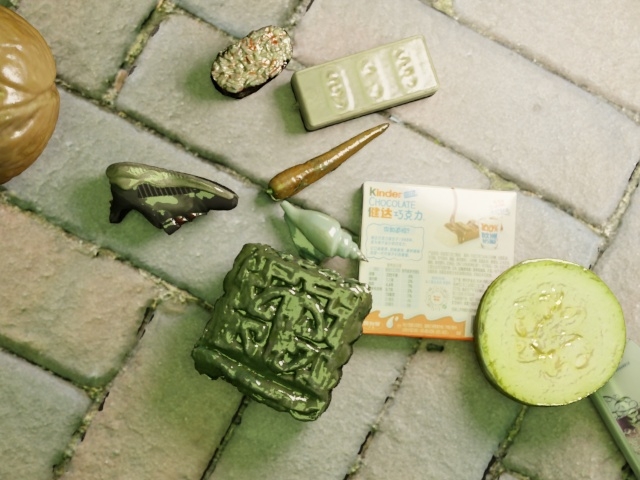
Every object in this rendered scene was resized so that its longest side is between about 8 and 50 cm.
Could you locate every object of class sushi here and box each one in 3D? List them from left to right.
[{"bbox_3d":[-0.117,-0.305,1.694,0.150,0.078,0.091,-32,88,-8],"label":"sushi"}]

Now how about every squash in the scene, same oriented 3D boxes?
[{"bbox_3d":[0.382,0.156,1.647,0.251,0.049,0.252,0,83,2],"label":"squash"}]

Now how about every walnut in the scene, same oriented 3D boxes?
[{"bbox_3d":[-0.578,-0.226,1.545,0.332,0.333,0.333,1,84,-5],"label":"walnut"}]

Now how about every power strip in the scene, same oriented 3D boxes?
[{"bbox_3d":[0.072,-0.270,1.713,0.256,0.070,0.105,-18,86,-6],"label":"power strip"}]

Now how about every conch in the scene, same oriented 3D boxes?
[{"bbox_3d":[0.004,-0.006,1.683,0.180,0.088,0.065,32,53,11],"label":"conch"}]

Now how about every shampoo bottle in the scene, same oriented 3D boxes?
[{"bbox_3d":[0.582,0.340,1.697,0.134,0.078,0.360,-30,88,-9],"label":"shampoo bottle"}]

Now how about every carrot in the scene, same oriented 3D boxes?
[{"bbox_3d":[0.015,-0.140,1.710,0.254,0.049,0.049,-31,88,-11],"label":"carrot"}]

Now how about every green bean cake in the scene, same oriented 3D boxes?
[{"bbox_3d":[-0.061,0.148,1.616,0.241,0.132,0.255,25,87,4],"label":"green bean cake"}]

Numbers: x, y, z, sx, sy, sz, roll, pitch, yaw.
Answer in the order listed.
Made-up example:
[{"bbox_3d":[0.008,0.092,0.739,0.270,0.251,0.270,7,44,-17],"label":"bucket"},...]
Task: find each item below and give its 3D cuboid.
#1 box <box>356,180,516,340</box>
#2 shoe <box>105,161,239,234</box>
[{"bbox_3d":[0.198,0.038,1.705,0.273,0.048,0.265,5,85,-3],"label":"box"},{"bbox_3d":[-0.255,-0.063,1.655,0.227,0.099,0.112,14,90,0],"label":"shoe"}]
